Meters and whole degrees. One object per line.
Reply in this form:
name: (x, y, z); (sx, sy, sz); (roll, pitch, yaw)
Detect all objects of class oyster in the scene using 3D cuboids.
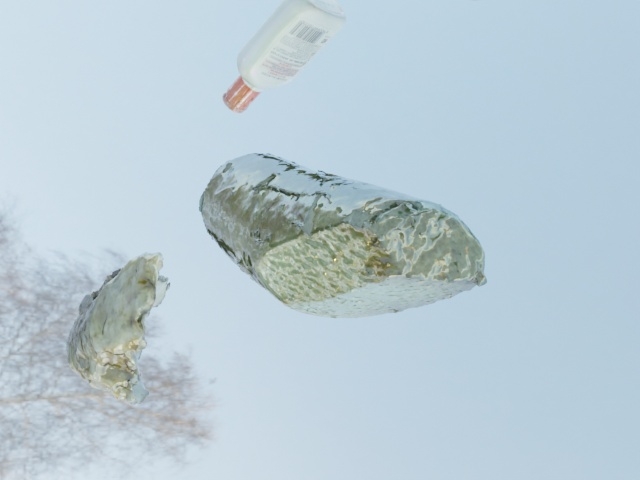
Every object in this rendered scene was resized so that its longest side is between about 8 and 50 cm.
oyster: (-0.260, 0.122, 0.991); (0.341, 0.110, 0.166); (148, -51, -66)

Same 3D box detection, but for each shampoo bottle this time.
shampoo bottle: (-0.064, -0.268, 1.129); (0.221, 0.108, 0.051); (-40, -119, 34)

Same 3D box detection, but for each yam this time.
yam: (0.000, 0.000, 0.531); (0.106, 0.106, 0.259); (-64, -153, 1)
